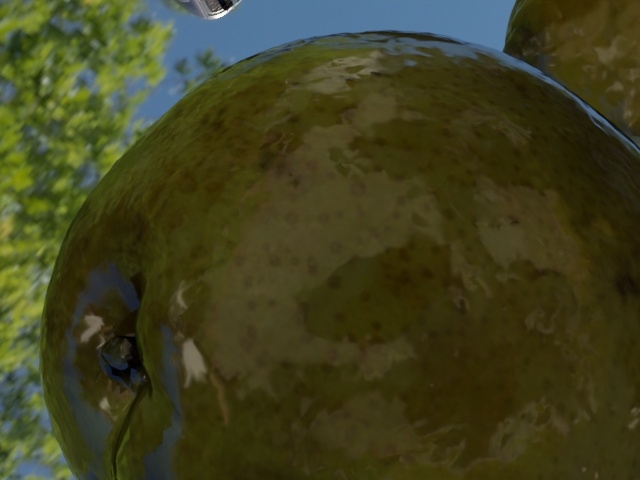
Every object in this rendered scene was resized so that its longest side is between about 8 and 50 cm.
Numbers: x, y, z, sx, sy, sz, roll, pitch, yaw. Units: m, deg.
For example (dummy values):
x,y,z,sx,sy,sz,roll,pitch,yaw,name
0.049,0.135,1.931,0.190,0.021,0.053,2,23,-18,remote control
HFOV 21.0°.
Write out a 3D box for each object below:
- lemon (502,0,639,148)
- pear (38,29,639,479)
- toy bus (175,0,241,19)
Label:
x,y,z,sx,sy,sz,roll,pitch,yaw,name
0.357,-0.191,1.742,0.387,0.350,0.350,-5,-110,-18,lemon
0.024,0.051,0.764,0.304,0.304,0.304,12,-118,-24,pear
-0.102,-0.233,1.400,0.060,0.123,0.075,35,-104,31,toy bus
